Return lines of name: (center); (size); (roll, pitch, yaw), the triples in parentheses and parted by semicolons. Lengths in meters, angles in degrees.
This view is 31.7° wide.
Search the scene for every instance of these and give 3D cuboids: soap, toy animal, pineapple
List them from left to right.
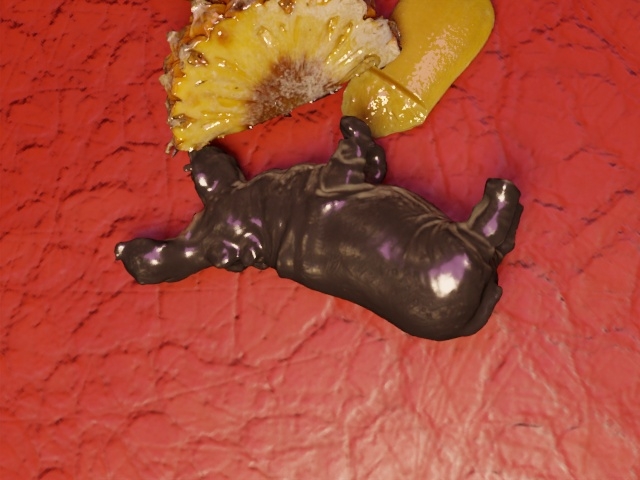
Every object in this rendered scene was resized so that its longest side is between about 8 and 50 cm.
pineapple: (-0.054, -0.175, 0.958); (0.233, 0.135, 0.079); (-26, 39, 2)
toy animal: (-0.001, -0.017, 0.965); (0.343, 0.106, 0.168); (9, 79, 19)
soap: (0.088, -0.162, 1.012); (0.089, 0.033, 0.168); (31, 86, 18)

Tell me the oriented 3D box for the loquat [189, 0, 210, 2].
loquat: (-0.095, -0.286, 1.006); (0.195, 0.152, 0.152); (21, 84, 3)
